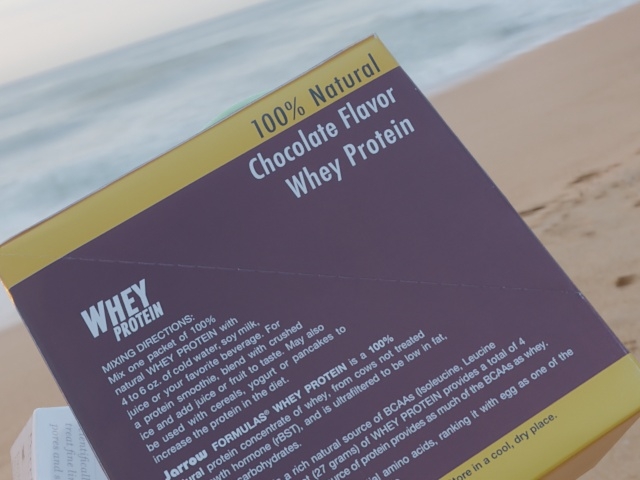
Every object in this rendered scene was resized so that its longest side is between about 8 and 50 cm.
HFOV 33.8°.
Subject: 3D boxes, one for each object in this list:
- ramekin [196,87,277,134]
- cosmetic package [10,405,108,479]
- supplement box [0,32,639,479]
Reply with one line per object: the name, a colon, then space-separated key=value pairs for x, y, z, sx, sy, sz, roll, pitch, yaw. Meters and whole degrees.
ramekin: x=0.000 y=0.000 z=1.059 sx=0.303 sy=0.303 sz=0.148 roll=-15 pitch=2 yaw=9
cosmetic package: x=-0.145 y=0.209 z=0.788 sx=0.151 sy=0.151 sz=0.183 roll=-1 pitch=-19 yaw=-22
supplement box: x=-0.002 y=0.055 z=0.460 sx=0.191 sy=0.194 sz=0.129 roll=-31 pitch=-22 yaw=-11
